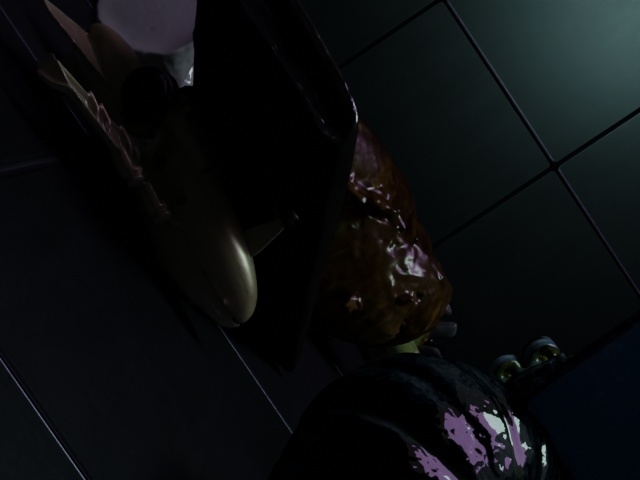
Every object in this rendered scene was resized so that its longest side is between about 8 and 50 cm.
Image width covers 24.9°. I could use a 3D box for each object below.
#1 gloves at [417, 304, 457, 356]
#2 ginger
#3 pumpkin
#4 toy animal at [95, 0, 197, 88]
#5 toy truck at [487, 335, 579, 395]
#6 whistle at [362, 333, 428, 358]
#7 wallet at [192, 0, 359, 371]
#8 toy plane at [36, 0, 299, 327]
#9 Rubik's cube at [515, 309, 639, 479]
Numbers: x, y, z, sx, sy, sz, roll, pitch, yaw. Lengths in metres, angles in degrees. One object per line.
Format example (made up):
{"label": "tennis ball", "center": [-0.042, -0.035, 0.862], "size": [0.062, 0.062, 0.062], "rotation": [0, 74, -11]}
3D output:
{"label": "gloves", "center": [0.100, 0.080, 2.263], "size": [0.285, 0.119, 0.142], "rotation": [42, -3, 29]}
{"label": "ginger", "center": [0.002, -0.035, 1.577], "size": [0.418, 0.176, 0.254], "rotation": [48, 21, -33]}
{"label": "pumpkin", "center": [0.053, 0.155, 0.753], "size": [0.194, 0.194, 0.150], "rotation": [55, -17, -14]}
{"label": "toy animal", "center": [-0.148, -0.120, 1.242], "size": [0.104, 0.131, 0.221], "rotation": [25, -31, 11]}
{"label": "toy truck", "center": [0.221, 0.217, 1.630], "size": [0.140, 0.257, 0.108], "rotation": [61, 1, -32]}
{"label": "whistle", "center": [0.087, 0.096, 2.000], "size": [0.131, 0.106, 0.288], "rotation": [44, 11, -41]}
{"label": "wallet", "center": [-0.047, -0.051, 1.123], "size": [0.197, 0.051, 0.377], "rotation": [59, -21, 24]}
{"label": "toy plane", "center": [-0.112, -0.056, 1.028], "size": [0.256, 0.104, 0.242], "rotation": [51, 8, 15]}
{"label": "Rubik's cube", "center": [0.246, 0.280, 1.010], "size": [0.313, 0.316, 0.318], "rotation": [52, 5, -46]}
